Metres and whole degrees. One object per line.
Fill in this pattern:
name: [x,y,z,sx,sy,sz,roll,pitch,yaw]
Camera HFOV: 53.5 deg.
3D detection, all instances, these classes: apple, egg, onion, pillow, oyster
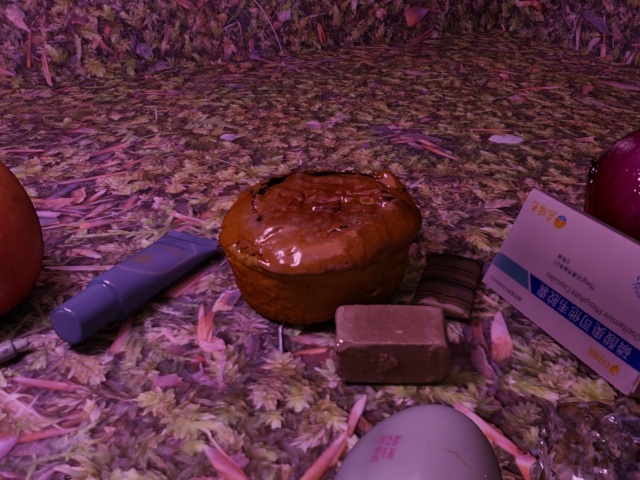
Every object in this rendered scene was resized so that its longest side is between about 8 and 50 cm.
apple: [-0.675,-0.023,1.083,0.364,0.363,0.364,0,30,0]
egg: [0.108,0.282,0.689,0.183,0.182,0.264,13,25,21]
onion: [0.588,-0.016,1.132,0.385,0.347,0.347,-38,34,3]
pillow: [0.240,0.079,1.188,0.113,0.038,0.203,9,30,16]
oyster: [0.326,0.289,0.725,0.162,0.158,0.351,21,23,11]

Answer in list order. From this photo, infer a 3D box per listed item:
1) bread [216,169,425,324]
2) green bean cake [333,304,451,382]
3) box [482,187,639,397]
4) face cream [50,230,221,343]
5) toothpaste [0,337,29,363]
bread: [0.003,-0.001,1.172,0.358,0.204,0.337,-26,41,-32]
green bean cake: [0.109,0.161,0.999,0.179,0.085,0.109,0,28,-1]
box: [0.436,0.071,1.042,0.065,0.200,0.343,14,19,-34]
face cream: [-0.331,0.066,1.175,0.136,0.086,0.385,12,27,20]
toothpaste: [-0.555,0.201,0.989,0.197,0.029,0.048,-25,37,-32]
